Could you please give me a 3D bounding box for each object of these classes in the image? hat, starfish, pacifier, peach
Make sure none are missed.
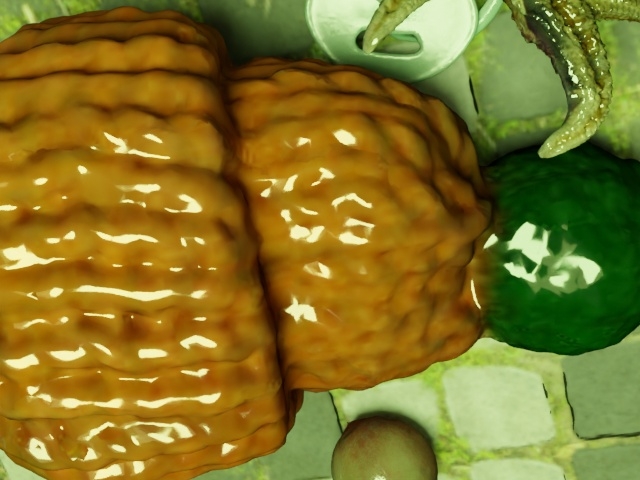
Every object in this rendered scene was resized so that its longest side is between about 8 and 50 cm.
[{"bbox_3d":[0.000,0.000,0.489,0.400,0.285,0.285,-6,111,12],"label":"hat"},{"bbox_3d":[0.111,-0.154,0.457,0.238,0.057,0.213,-21,93,-20],"label":"starfish"},{"bbox_3d":[0.049,-0.156,0.487,0.126,0.116,0.150,12,113,2],"label":"pacifier"},{"bbox_3d":[0.047,0.171,0.647,0.083,0.083,0.083,5,113,11],"label":"peach"}]
